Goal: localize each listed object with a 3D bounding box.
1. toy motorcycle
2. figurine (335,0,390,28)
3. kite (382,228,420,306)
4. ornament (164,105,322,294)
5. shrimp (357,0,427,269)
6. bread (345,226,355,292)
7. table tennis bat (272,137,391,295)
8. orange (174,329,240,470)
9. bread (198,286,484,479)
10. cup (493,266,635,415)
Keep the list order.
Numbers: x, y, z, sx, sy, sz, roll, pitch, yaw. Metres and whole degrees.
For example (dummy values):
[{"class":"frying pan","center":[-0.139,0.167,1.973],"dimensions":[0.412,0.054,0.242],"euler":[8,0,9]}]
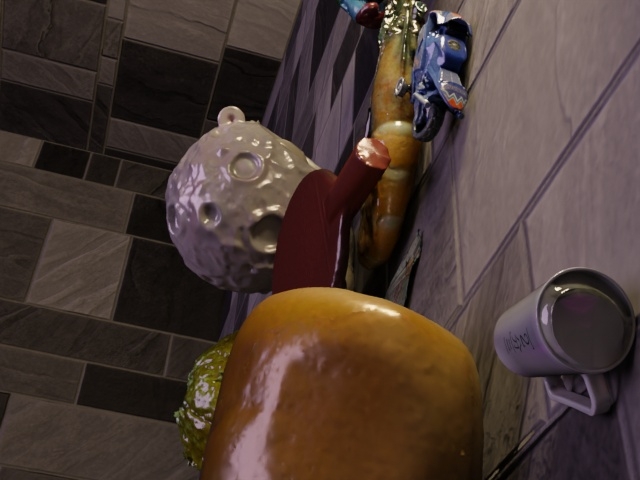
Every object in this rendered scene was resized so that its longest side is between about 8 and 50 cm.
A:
[{"class":"toy motorcycle","center":[0.155,-0.227,1.214],"dimensions":[0.114,0.076,0.205],"euler":[131,150,-55]},{"class":"figurine","center":[0.111,-0.526,1.712],"dimensions":[0.234,0.127,0.185],"euler":[-56,32,28]},{"class":"kite","center":[0.094,0.149,1.226],"dimensions":[0.314,0.012,0.335],"euler":[161,121,-77]},{"class":"ornament","center":[-0.135,-0.055,1.772],"dimensions":[0.337,0.337,0.337],"euler":[-167,90,-80]},{"class":"shrimp","center":[0.106,-0.173,1.412],"dimensions":[0.272,0.085,0.445],"euler":[128,149,-79]},{"class":"bread","center":[-0.011,0.125,1.567],"dimensions":[0.183,0.102,0.337],"euler":[-157,79,-80]},{"class":"table tennis bat","center":[0.000,0.000,1.375],"dimensions":[0.414,0.051,0.268],"euler":[120,149,-48]},{"class":"orange","center":[-0.160,0.310,1.781],"dimensions":[0.301,0.223,0.300],"euler":[-82,8,-46]},{"class":"bread","center":[0.007,0.240,0.914],"dimensions":[0.348,0.253,0.376],"euler":[129,154,-75]},{"class":"cup","center":[0.183,0.082,0.698],"dimensions":[0.116,0.074,0.104],"euler":[123,129,-72]}]
